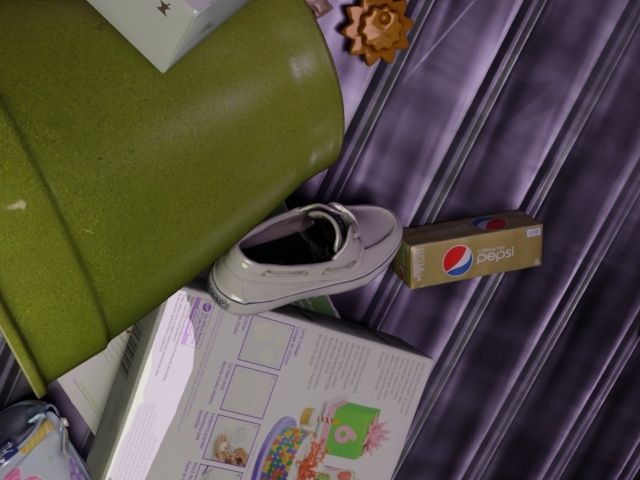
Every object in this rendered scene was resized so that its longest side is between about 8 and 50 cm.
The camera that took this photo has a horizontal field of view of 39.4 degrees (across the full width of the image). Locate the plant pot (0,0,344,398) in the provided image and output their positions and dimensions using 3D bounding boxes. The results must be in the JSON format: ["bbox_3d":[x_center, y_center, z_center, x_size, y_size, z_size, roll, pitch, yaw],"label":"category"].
[{"bbox_3d":[-0.180,-0.102,0.819,0.353,0.366,0.367,-28,117,-19],"label":"plant pot"}]

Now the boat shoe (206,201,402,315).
[{"bbox_3d":[0.000,0.000,0.963,0.267,0.096,0.088,-14,151,-37],"label":"boat shoe"}]

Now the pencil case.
[{"bbox_3d":[-0.300,0.313,1.045,0.124,0.113,0.273,-38,118,-22],"label":"pencil case"}]

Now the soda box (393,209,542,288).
[{"bbox_3d":[0.183,0.009,1.118,0.181,0.061,0.058,-9,113,-16],"label":"soda box"}]

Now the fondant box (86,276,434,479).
[{"bbox_3d":[-0.064,0.192,1.004,0.330,0.096,0.238,19,93,-23],"label":"fondant box"}]

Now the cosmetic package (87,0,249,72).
[{"bbox_3d":[-0.158,-0.357,0.703,0.377,0.097,0.284,44,56,-4],"label":"cosmetic package"}]

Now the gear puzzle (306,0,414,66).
[{"bbox_3d":[0.001,-0.327,0.938,0.175,0.044,0.339,-32,117,-5],"label":"gear puzzle"}]

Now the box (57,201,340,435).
[{"bbox_3d":[-0.164,0.070,1.030,0.322,0.058,0.232,-27,116,-6],"label":"box"}]
